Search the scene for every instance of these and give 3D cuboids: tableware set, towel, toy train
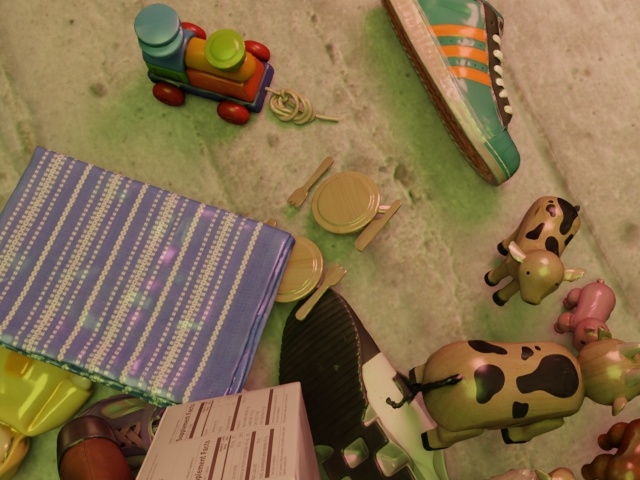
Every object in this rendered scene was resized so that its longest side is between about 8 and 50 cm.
[{"bbox_3d":[0.000,0.000,0.966,0.128,0.039,0.194,36,78,29],"label":"tableware set"},{"bbox_3d":[-0.219,0.042,0.898,0.336,0.040,0.243,19,66,2],"label":"towel"},{"bbox_3d":[-0.096,-0.206,0.955,0.248,0.143,0.105,17,83,6],"label":"toy train"}]

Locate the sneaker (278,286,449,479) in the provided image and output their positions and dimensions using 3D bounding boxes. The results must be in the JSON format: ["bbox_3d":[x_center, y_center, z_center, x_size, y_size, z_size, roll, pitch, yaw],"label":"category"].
[{"bbox_3d":[0.059,0.206,0.906,0.122,0.146,0.330,-38,56,23],"label":"sneaker"}]

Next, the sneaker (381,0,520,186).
[{"bbox_3d":[0.182,-0.216,0.959,0.121,0.108,0.302,-26,79,3],"label":"sneaker"}]

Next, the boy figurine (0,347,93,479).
[{"bbox_3d":[-0.356,0.156,0.939,0.177,0.092,0.285,24,80,4],"label":"boy figurine"}]

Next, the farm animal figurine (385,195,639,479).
[{"bbox_3d":[0.232,0.119,0.811,0.327,0.172,0.330,-17,71,-24],"label":"farm animal figurine"}]

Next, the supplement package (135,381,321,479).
[{"bbox_3d":[-0.065,0.302,0.754,0.145,0.204,0.261,-10,103,2],"label":"supplement package"}]

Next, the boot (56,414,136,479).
[{"bbox_3d":[-0.175,0.339,0.773,0.096,0.280,0.264,-14,115,-19],"label":"boot"}]

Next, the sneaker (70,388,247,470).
[{"bbox_3d":[-0.192,0.217,0.912,0.237,0.104,0.095,-10,82,3],"label":"sneaker"}]
